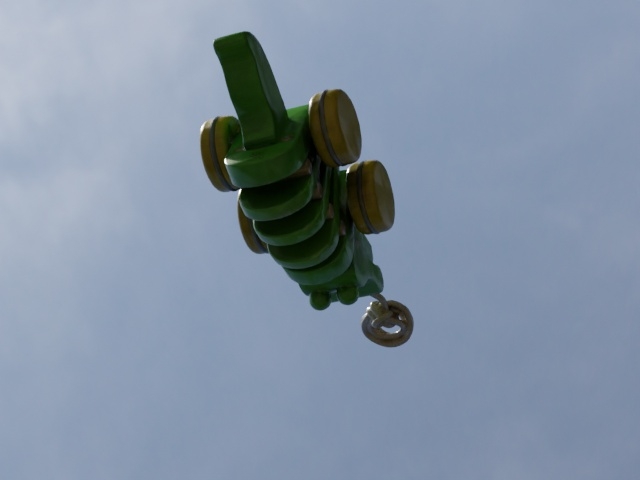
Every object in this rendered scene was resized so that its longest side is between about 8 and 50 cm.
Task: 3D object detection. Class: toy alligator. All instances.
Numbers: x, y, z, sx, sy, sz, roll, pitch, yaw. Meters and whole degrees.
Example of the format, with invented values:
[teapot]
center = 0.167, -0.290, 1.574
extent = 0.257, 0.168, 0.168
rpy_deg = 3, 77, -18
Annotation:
[toy alligator]
center = 0.000, 0.000, 0.681
extent = 0.056, 0.189, 0.051
rpy_deg = -11, -134, 18
